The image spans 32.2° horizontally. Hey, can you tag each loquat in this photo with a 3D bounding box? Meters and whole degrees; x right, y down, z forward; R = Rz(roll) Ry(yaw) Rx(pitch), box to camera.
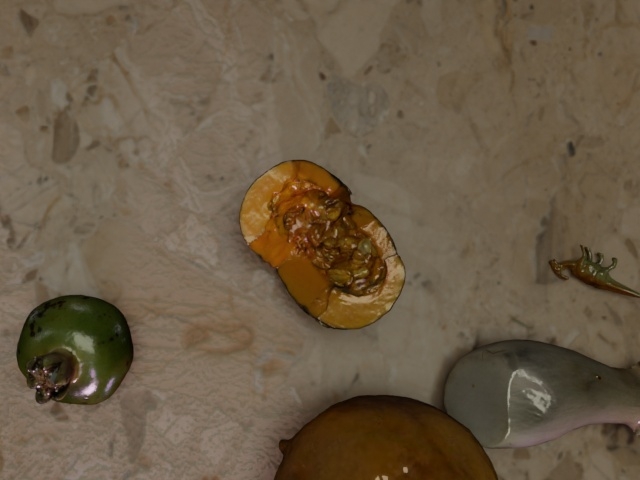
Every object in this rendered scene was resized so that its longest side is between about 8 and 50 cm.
[{"bbox_3d":[0.066,0.260,1.063,0.238,0.193,0.238,-1,85,11],"label":"loquat"}]

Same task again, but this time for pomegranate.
[{"bbox_3d":[-0.241,0.113,1.072,0.114,0.142,0.115,2,106,6],"label":"pomegranate"}]

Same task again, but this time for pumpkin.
[{"bbox_3d":[0.000,0.000,1.124,0.119,0.107,0.183,-39,98,-1],"label":"pumpkin"}]

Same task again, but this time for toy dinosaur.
[{"bbox_3d":[0.304,0.033,1.193,0.113,0.026,0.041,16,90,5],"label":"toy dinosaur"}]

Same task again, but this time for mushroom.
[{"bbox_3d":[0.244,0.158,1.151,0.225,0.093,0.116,0,62,-21],"label":"mushroom"}]
